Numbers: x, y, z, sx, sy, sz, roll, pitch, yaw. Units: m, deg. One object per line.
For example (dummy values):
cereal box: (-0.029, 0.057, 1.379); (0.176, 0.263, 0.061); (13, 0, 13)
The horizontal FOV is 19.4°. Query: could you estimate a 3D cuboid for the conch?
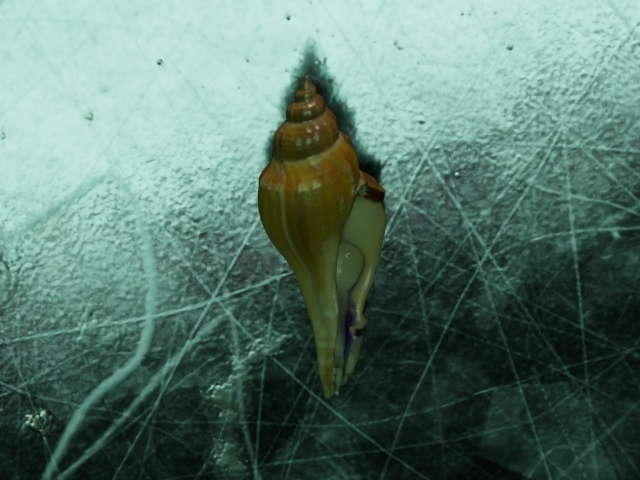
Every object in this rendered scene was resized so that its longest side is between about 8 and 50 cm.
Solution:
conch: (-0.004, -0.002, 1.668); (0.093, 0.109, 0.330); (26, 134, 32)
